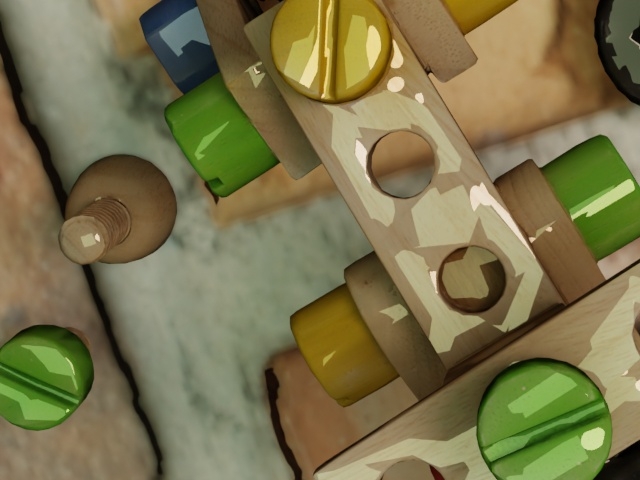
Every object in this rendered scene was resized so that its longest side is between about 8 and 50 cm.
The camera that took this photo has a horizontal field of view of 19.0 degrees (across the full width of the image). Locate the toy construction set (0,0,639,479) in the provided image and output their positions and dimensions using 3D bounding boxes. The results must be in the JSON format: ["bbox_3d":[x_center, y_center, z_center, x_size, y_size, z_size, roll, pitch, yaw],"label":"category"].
[{"bbox_3d":[0.000,0.000,0.594,0.309,0.237,0.257,-6,99,7],"label":"toy construction set"}]
